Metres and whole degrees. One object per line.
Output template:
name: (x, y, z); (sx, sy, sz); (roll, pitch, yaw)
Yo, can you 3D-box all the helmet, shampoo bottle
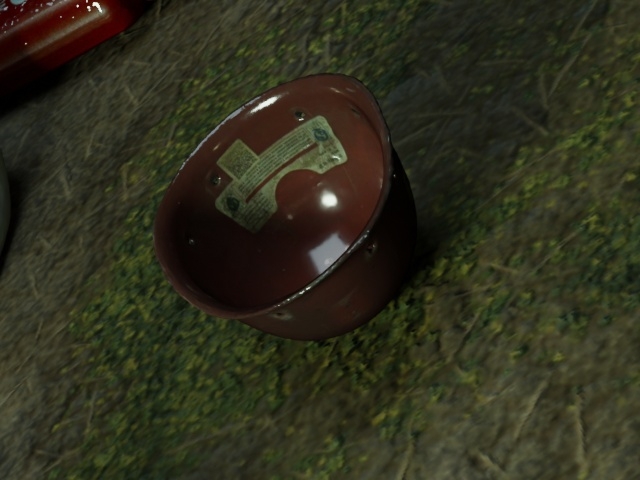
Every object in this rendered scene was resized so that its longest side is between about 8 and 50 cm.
helmet: (0.000, 0.000, 1.092); (0.155, 0.106, 0.175); (-43, 35, 1)
shampoo bottle: (-0.234, -0.179, 1.574); (0.314, 0.076, 0.118); (-26, 31, 19)

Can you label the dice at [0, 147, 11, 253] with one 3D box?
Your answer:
dice: (-0.393, -0.015, 1.380); (0.251, 0.243, 0.259); (-20, 39, 25)
